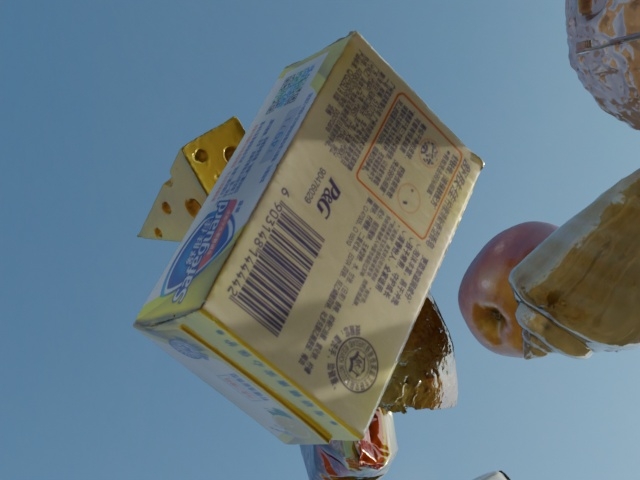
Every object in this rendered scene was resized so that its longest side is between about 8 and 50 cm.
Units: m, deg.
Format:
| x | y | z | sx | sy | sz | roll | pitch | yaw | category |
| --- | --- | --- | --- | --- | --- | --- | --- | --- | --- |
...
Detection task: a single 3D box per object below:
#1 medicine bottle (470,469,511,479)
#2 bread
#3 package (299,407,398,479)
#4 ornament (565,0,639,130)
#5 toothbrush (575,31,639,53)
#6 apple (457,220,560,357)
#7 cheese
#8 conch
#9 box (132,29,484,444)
| x | y | z | sx | sy | sz | roll | pitch | yaw | category |
| --- | --- | --- | --- | --- | --- | --- | --- | --- | --- |
| 0.124 | 0.335 | 1.203 | 0.219 | 0.078 | 0.115 | -15 | -34 | -43 | medicine bottle |
| 0.110 | 0.140 | 1.163 | 0.136 | 0.054 | 0.154 | 48 | -121 | -38 | bread |
| 0.027 | 0.226 | 1.346 | 0.108 | 0.223 | 0.288 | -8 | -28 | -12 | package |
| 0.366 | -0.212 | 1.067 | 0.259 | 0.259 | 0.225 | 9 | -79 | -17 | ornament |
| 0.195 | -0.131 | 0.707 | 0.006 | 0.097 | 0.008 | -9 | -85 | -23 | toothbrush |
| 0.273 | 0.071 | 1.459 | 0.199 | 0.199 | 0.199 | -5 | -71 | -13 | apple |
| -0.142 | -0.046 | 1.265 | 0.093 | 0.171 | 0.126 | -37 | -80 | -39 | cheese |
| 0.292 | 0.033 | 1.169 | 0.127 | 0.158 | 0.255 | -9 | -50 | -51 | conch |
| 0.000 | 0.000 | 0.817 | 0.168 | 0.097 | 0.265 | 41 | -121 | -26 | box |
